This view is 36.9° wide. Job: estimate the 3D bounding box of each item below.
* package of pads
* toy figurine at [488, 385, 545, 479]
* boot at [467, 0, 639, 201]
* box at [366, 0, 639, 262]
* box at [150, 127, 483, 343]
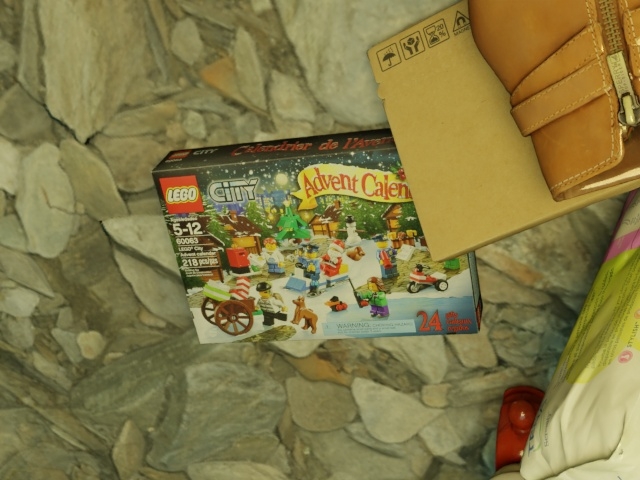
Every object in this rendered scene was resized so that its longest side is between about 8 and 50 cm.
[{"bbox_3d":[0.267,0.076,0.574,0.229,0.296,0.101,36,147,-6],"label":"package of pads"},{"bbox_3d":[0.245,0.176,0.717,0.209,0.148,0.213,42,119,-10],"label":"toy figurine"},{"bbox_3d":[0.208,-0.159,0.509,0.283,0.109,0.220,-21,74,28],"label":"boot"},{"bbox_3d":[0.139,-0.094,0.617,0.201,0.021,0.164,-23,72,24],"label":"box"},{"bbox_3d":[0.000,0.000,0.746,0.233,0.044,0.159,-4,117,17],"label":"box"}]
